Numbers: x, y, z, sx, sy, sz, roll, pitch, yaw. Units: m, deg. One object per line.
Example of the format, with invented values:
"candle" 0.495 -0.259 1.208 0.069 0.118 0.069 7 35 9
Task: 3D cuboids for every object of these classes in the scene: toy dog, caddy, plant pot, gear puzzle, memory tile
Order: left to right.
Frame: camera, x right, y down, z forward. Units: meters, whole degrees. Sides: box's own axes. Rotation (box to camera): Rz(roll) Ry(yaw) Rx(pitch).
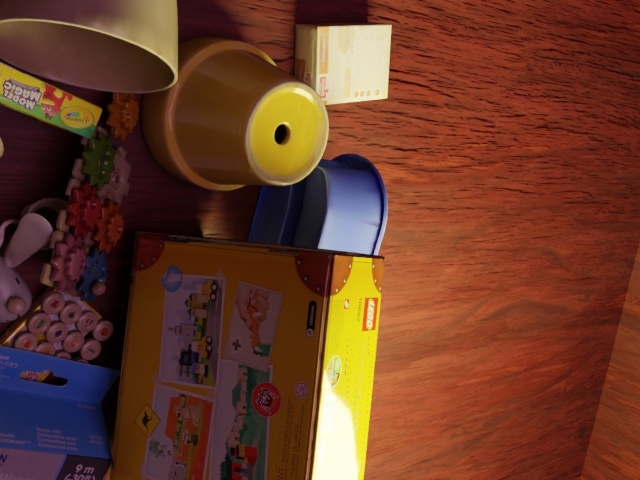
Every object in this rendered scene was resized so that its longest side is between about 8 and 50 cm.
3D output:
"toy dog" -0.465 -0.028 1.072 0.220 0.161 0.333 -50 131 -16
"memory tile" -0.409 0.155 1.254 0.113 0.012 0.148 -57 137 -9
"plant pot" -0.304 -0.372 1.060 0.257 0.257 0.273 14 78 -44
"gear puzzle" -0.323 -0.075 1.193 0.175 0.044 0.338 59 42 -72
"plant pot" -0.124 -0.192 1.264 0.254 0.239 0.253 -16 115 -36
"caddy" 0.000 0.000 1.447 0.179 0.241 0.341 9 100 -39

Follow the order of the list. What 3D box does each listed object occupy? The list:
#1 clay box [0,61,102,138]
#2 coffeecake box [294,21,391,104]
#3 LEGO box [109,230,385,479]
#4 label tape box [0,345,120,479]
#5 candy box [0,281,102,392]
"clay box" -0.426 -0.209 1.063 0.222 0.127 0.053 21 90 -44
"coffeecake box" 0.043 -0.337 1.476 0.186 0.068 0.142 -14 114 -38
"LEGO box" -0.123 0.251 1.249 0.193 0.373 0.499 7 89 -61
"label tape box" -0.473 0.354 1.218 0.249 0.115 0.347 24 97 -45
"candy box" -0.456 0.167 1.245 0.206 0.027 0.105 -49 135 -17
